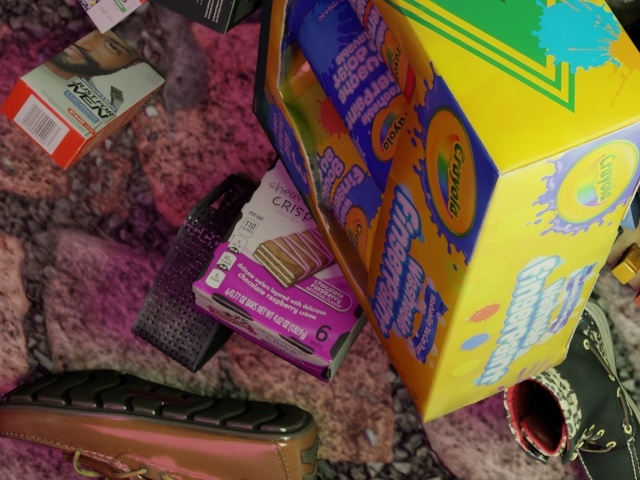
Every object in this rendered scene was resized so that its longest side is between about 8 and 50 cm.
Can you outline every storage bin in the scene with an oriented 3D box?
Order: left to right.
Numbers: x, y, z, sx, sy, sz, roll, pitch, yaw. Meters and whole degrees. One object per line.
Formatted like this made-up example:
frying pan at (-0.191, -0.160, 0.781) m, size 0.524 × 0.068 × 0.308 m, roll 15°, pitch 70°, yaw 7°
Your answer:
storage bin at (-0.111, 0.035, 2.093) m, size 0.084 × 0.122 × 0.180 m, roll 34°, pitch 123°, yaw 7°

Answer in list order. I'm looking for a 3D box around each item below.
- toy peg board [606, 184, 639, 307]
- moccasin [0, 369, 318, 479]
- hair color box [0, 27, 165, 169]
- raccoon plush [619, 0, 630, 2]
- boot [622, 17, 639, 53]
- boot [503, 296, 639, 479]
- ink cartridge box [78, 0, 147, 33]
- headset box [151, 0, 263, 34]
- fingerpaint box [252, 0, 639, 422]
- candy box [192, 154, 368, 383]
toy peg board at (0.342, 0.004, 1.901) m, size 0.160 × 0.079 × 0.161 m, roll 45°, pitch 123°, yaw -1°
moccasin at (-0.187, 0.233, 2.224) m, size 0.380 × 0.139 × 0.147 m, roll 7°, pitch 108°, yaw 11°
hair color box at (-0.241, -0.149, 2.036) m, size 0.093 × 0.167 × 0.053 m, roll 42°, pitch 124°, yaw 1°
raccoon plush at (0.078, -0.371, 1.780) m, size 0.299 × 0.216 × 0.446 m, roll -12°, pitch 109°, yaw 36°
boot at (0.270, -0.109, 1.728) m, size 0.260 × 0.348 × 0.131 m, roll -27°, pitch 100°, yaw 27°
boot at (0.251, 0.190, 1.969) m, size 0.085 × 0.178 × 0.236 m, roll -10°, pitch 108°, yaw 28°
ink cartridge box at (-0.198, -0.269, 2.043) m, size 0.115 × 0.029 × 0.063 m, roll -32°, pitch 98°, yaw 33°
headset box at (-0.145, -0.338, 1.859) m, size 0.283 × 0.246 × 0.131 m, roll 26°, pitch 122°, yaw 12°
fingerpaint box at (0.094, -0.110, 1.701) m, size 0.371 × 0.163 × 0.445 m, roll 61°, pitch 162°, yaw 23°
candy box at (0.000, 0.000, 1.967) m, size 0.159 × 0.233 × 0.071 m, roll 29°, pitch 159°, yaw 9°
